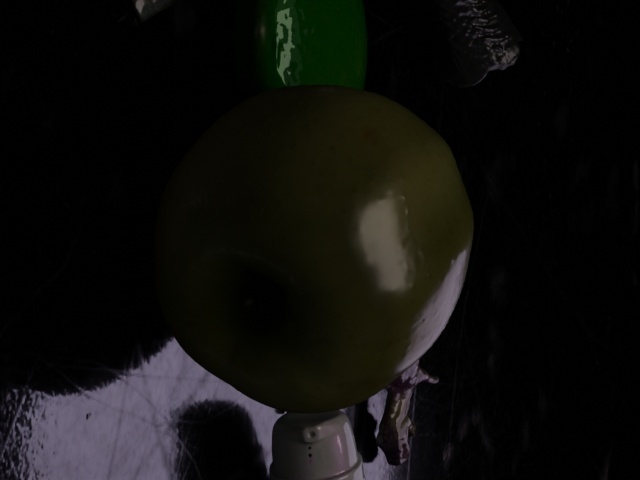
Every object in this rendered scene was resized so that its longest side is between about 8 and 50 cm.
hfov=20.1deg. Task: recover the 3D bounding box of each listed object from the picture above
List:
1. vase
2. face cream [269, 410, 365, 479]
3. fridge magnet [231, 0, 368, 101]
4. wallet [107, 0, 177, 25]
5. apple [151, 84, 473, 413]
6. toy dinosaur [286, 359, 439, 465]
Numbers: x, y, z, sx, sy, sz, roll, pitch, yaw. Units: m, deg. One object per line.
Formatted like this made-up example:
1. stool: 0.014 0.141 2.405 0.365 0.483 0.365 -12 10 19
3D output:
1. vase: 0.131 -0.288 1.935 0.237 0.115 0.115 62 38 -39
2. face cream: 0.009 0.318 1.699 0.102 0.102 0.346 -36 123 -59
3. fridge magnet: -0.015 -0.177 1.640 0.208 0.088 0.208 -9 100 -63
4. wallet: -0.140 -0.338 1.369 0.169 0.044 0.317 -40 126 -35
5. apple: 0.000 0.000 1.488 0.279 0.279 0.279 1 90 -64
6. toy dinosaur: 0.063 0.124 1.843 0.251 0.072 0.200 54 53 -65
